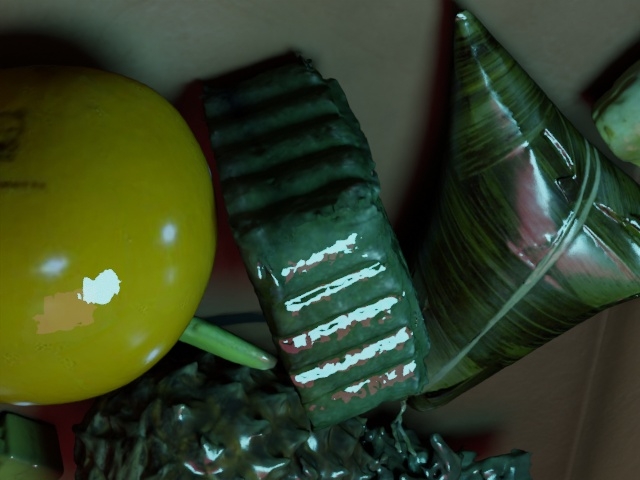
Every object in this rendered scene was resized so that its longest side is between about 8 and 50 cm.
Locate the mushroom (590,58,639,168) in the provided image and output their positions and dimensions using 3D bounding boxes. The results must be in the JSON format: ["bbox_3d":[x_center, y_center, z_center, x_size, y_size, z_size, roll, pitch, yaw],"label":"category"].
[{"bbox_3d":[0.314,-0.142,1.180,0.312,0.081,0.100,-34,134,24],"label":"mushroom"}]

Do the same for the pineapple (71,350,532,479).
[{"bbox_3d":[-0.006,0.169,1.359,0.361,0.175,0.175,12,131,-46],"label":"pineapple"}]

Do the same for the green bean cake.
[{"bbox_3d":[0.000,0.000,1.156,0.094,0.181,0.173,-19,134,0],"label":"green bean cake"}]

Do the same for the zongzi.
[{"bbox_3d":[0.076,-0.009,1.241,0.248,0.111,0.241,-34,116,24],"label":"zongzi"}]

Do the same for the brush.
[{"bbox_3d":[-0.298,0.202,1.371,0.103,0.047,0.233,27,123,-36],"label":"brush"}]

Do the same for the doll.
[{"bbox_3d":[-0.154,0.015,1.119,0.213,0.213,0.236,-23,142,7],"label":"doll"}]
